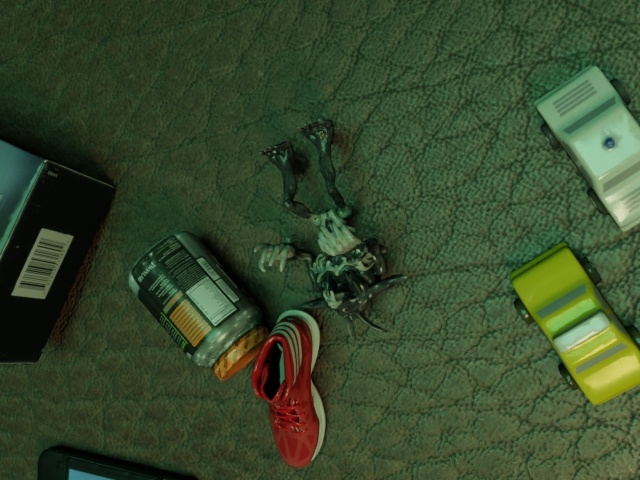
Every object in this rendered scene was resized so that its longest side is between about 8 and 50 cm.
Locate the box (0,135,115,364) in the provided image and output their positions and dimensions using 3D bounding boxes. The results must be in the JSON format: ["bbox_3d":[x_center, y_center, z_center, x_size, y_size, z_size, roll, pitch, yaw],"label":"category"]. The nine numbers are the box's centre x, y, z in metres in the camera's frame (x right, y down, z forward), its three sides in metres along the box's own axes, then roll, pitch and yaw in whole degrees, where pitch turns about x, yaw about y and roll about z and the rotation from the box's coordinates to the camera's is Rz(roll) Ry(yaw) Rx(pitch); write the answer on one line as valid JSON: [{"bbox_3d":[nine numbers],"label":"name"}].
[{"bbox_3d":[-0.515,-0.014,1.003,0.294,0.183,0.296,23,87,18],"label":"box"}]

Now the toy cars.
[{"bbox_3d":[0.310,-0.003,0.782,0.176,0.087,0.394,8,95,19],"label":"toy cars"}]

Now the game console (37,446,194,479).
[{"bbox_3d":[-0.339,0.465,0.994,0.293,0.173,0.250,6,95,19],"label":"game console"}]

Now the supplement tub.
[{"bbox_3d":[-0.161,0.090,0.941,0.117,0.117,0.190,-46,78,16],"label":"supplement tub"}]

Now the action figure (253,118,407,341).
[{"bbox_3d":[0.000,0.000,0.867,0.164,0.141,0.276,-20,85,34],"label":"action figure"}]

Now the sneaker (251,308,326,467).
[{"bbox_3d":[-0.053,0.210,0.892,0.087,0.128,0.221,-1,102,21],"label":"sneaker"}]
